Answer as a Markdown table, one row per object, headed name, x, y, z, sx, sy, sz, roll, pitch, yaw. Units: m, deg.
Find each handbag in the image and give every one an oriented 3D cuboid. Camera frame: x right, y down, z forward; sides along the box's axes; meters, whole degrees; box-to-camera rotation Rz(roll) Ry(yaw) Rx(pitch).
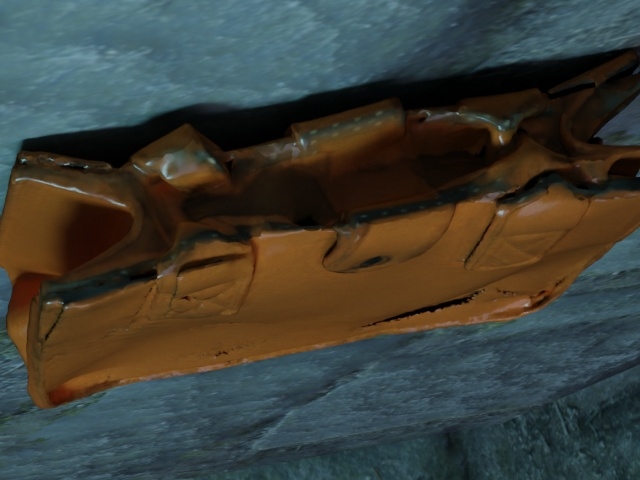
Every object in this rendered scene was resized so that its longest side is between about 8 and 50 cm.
| name | x | y | z | sx | sy | sz | roll | pitch | yaw |
| --- | --- | --- | --- | --- | --- | --- | --- | --- | --- |
| handbag | 0.000 | 0.000 | 1.195 | 0.410 | 0.116 | 0.303 | -11 | 167 | -15 |
